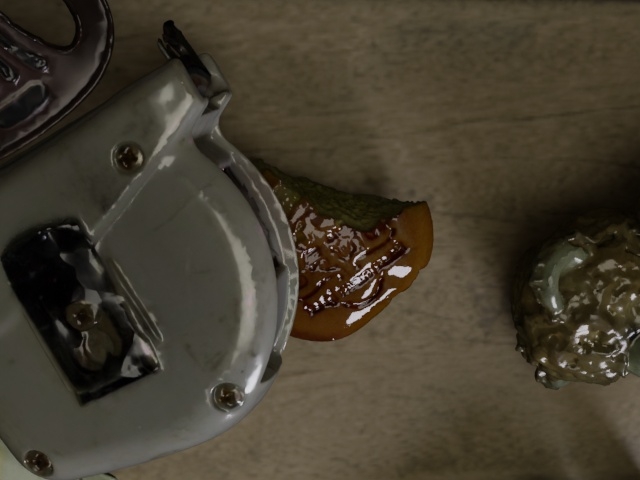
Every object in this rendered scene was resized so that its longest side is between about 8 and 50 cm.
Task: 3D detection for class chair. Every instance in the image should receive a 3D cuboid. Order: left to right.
[{"bbox_3d":[-0.290,-0.219,0.919,0.175,0.183,0.326,-35,130,3],"label":"chair"}]

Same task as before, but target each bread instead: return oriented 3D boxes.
[{"bbox_3d":[0.000,0.010,1.100,0.156,0.086,0.125,11,108,-13],"label":"bread"}]

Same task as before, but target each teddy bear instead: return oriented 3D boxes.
[{"bbox_3d":[0.268,0.027,1.128,0.256,0.156,0.267,-29,141,-6],"label":"teddy bear"}]

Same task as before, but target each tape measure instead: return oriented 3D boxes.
[{"bbox_3d":[-0.143,0.023,1.010,0.258,0.130,0.265,-30,92,12],"label":"tape measure"}]

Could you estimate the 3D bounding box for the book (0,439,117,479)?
[{"bbox_3d":[-0.325,0.218,1.110,0.289,0.026,0.201,25,85,-18],"label":"book"}]
